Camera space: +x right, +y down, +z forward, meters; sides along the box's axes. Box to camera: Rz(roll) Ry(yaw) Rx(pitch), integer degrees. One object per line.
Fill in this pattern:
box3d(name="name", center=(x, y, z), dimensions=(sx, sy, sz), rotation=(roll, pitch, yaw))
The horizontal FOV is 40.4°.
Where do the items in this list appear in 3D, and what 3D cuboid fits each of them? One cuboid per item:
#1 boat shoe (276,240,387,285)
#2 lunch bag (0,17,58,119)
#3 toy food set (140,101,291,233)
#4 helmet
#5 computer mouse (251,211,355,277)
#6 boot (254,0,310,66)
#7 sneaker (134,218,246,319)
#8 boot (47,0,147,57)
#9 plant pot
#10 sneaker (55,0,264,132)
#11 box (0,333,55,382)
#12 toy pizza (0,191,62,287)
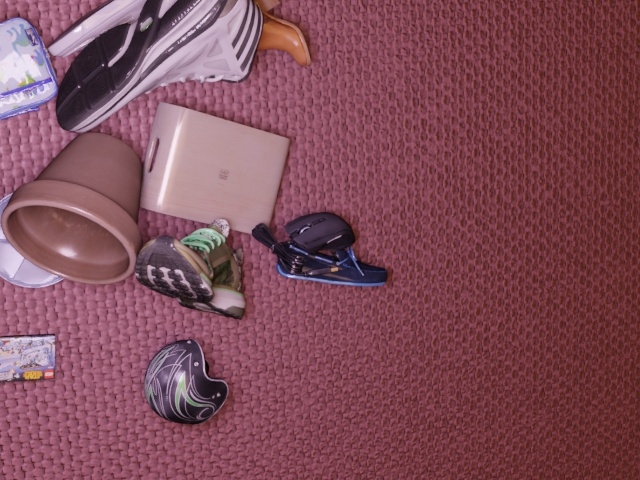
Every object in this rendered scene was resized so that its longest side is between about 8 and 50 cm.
box3d(name="boat shoe", center=(0.034, 0.051, 1.940), dimensions=(0.258, 0.109, 0.089), rotation=(7, 93, -22))
box3d(name="lunch bag", center=(-0.623, -0.317, 1.662), dimensions=(0.219, 0.090, 0.176), rotation=(-20, 106, -12))
box3d(name="toy food set", center=(-0.220, -0.146, 1.840), dimensions=(0.306, 0.092, 0.220), rotation=(13, 94, -29))
box3d(name="helmet", center=(-0.292, 0.297, 1.836), dimensions=(0.169, 0.169, 0.161), rotation=(-50, 126, -6))
box3d(name="computer mouse", center=(0.000, 0.000, 1.848), dimensions=(0.262, 0.184, 0.060), rotation=(-5, 128, -39))
box3d(name="boot", center=(-0.124, -0.419, 1.833), dimensions=(0.152, 0.073, 0.197), rotation=(-37, 101, -8))
box3d(name="sneaker", center=(-0.245, 0.031, 1.734), dimensions=(0.158, 0.410, 0.182), rotation=(9, 75, 12))
box3d(name="boot", center=(-0.402, -0.408, 1.725), dimensions=(0.258, 0.095, 0.123), rotation=(-35, 116, -4))
box3d(name="plant pot", center=(-0.446, -0.077, 1.677), dimensions=(0.263, 0.263, 0.229), rotation=(30, 51, -21))
box3d(name="sneaker", center=(-0.290, -0.324, 1.695), dimensions=(0.447, 0.169, 0.257), rotation=(-37, 143, 17))
box3d(name="box", center=(-0.616, 0.242, 1.786), dimensions=(0.137, 0.027, 0.094), rotation=(0, 97, -19))
box3d(name="toy pizza", center=(-0.578, -0.005, 1.757), dimensions=(0.201, 0.032, 0.201), rotation=(-2, 96, -23))
